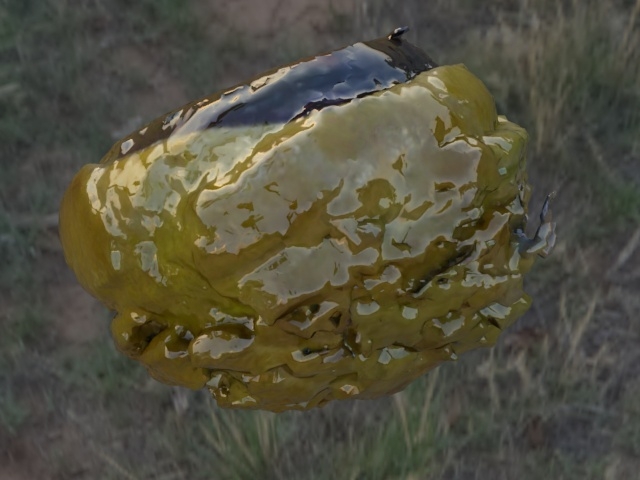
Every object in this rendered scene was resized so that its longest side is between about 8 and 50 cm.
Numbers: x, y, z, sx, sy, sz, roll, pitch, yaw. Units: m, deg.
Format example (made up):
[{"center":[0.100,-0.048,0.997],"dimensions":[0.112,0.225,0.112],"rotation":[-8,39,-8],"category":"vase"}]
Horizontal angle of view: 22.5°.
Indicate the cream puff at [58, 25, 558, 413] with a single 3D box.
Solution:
[{"center":[0.000,0.000,0.622],"dimensions":[0.189,0.189,0.130],"rotation":[-21,92,-12],"category":"cream puff"}]
